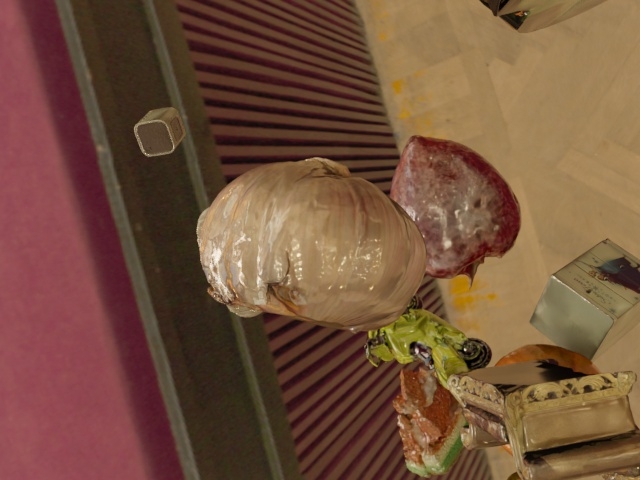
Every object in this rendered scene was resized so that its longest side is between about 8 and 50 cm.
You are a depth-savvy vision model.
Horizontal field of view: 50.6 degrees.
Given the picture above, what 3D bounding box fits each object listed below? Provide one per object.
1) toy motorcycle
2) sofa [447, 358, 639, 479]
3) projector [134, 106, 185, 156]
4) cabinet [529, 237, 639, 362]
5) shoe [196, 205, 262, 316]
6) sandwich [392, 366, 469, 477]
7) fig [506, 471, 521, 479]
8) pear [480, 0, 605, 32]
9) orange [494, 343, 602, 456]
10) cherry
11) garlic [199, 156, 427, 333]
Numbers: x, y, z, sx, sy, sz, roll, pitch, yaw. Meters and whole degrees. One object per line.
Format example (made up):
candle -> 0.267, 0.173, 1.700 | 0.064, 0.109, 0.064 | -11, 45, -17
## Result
toy motorcycle -> 0.227, 0.242, 1.564 | 0.206, 0.142, 0.342 | -45, 39, -8
sofa -> 0.322, 0.280, 0.985 | 0.200, 0.258, 0.181 | -6, 87, -10
projector -> -0.364, -0.248, 1.543 | 0.083, 0.082, 0.083 | -8, 119, 14
cabinet -> 0.563, 0.118, 1.369 | 0.145, 0.206, 0.150 | 41, 142, 32
shoe -> -0.156, 0.030, 1.318 | 0.099, 0.125, 0.227 | -14, 103, 14
sandwich -> 0.215, 0.356, 1.338 | 0.109, 0.184, 0.160 | -9, 136, 49
fig -> 0.371, 0.444, 1.179 | 0.098, 0.082, 0.084 | 4, 134, 7
pear -> 0.264, -0.335, 0.520 | 0.399, 0.399, 0.165 | -28, 87, 23
orange -> 0.428, 0.305, 1.270 | 0.240, 0.171, 0.240 | 1, 73, -3
cherry -> 0.239, -0.059, 1.251 | 0.230, 0.203, 0.300 | -26, 88, 3
garlic -> -0.001, 0.017, 0.942 | 0.322, 0.322, 0.241 | 27, 103, 17
